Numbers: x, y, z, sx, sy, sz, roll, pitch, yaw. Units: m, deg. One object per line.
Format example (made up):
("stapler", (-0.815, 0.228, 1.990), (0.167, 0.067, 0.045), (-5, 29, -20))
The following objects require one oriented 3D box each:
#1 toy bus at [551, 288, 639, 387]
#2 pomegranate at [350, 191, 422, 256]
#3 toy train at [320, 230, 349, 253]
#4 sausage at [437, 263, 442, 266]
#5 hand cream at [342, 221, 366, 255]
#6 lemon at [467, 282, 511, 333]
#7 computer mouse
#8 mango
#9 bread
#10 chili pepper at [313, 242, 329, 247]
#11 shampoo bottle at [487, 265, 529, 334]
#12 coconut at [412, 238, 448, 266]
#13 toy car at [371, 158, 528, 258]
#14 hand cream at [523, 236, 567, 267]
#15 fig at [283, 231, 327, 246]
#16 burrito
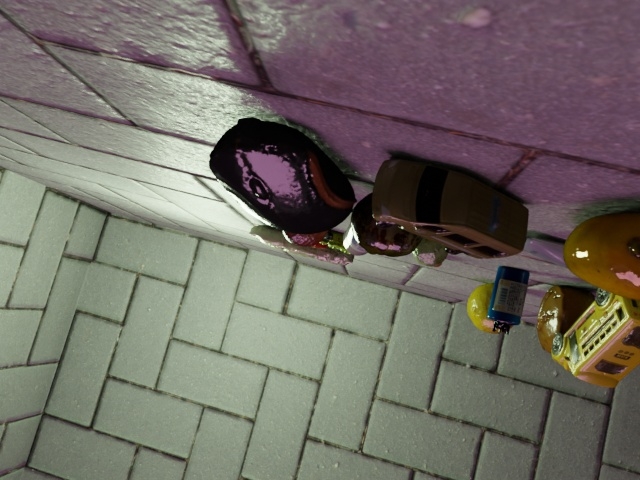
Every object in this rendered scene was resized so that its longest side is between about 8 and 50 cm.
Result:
("toy bus", (0.697, 0.242, 1.264), (0.144, 0.152, 0.330), (14, 136, 2))
("pomegranate", (0.121, -0.034, 0.948), (0.138, 0.126, 0.163), (21, 174, 13))
("toy train", (0.003, -0.015, 1.651), (0.249, 0.053, 0.085), (18, 164, -20))
("sausage", (0.337, 0.058, 1.571), (0.034, 0.034, 0.083), (10, 170, 38))
("hand cream", (0.118, -0.032, 1.232), (0.133, 0.083, 0.248), (16, 162, -10))
("lemon", (0.605, 0.238, 1.837), (0.178, 0.179, 0.203), (13, 171, 17))
("computer mouse", (-0.052, -0.085, 0.873), (0.182, 0.117, 0.323), (-3, 161, 26))
("mango", (0.457, 0.025, 0.779), (0.176, 0.119, 0.317), (10, -179, 16))
("bread", (0.706, 0.233, 1.515), (0.142, 0.196, 0.269), (5, 169, 18))
("chili pepper", (0.001, 0.000, 1.766), (0.059, 0.050, 0.191), (9, -177, 23))
("shampoo bottle", (0.512, 0.166, 1.434), (0.087, 0.183, 0.050), (11, 171, 26))
("coconut", (0.263, 0.021, 1.253), (0.087, 0.088, 0.096), (11, 166, 32))
("toy car", (0.201, -0.046, 0.794), (0.256, 0.101, 0.124), (18, 168, -35))
("hand cream", (0.507, 0.038, 1.015), (0.255, 0.048, 0.079), (18, 168, 2))
("fig", (-0.013, -0.037, 1.289), (0.152, 0.119, 0.119), (1, 168, 20))
("burrito", (-0.064, 0.011, 1.898), (0.391, 0.076, 0.117), (14, -159, 8))
